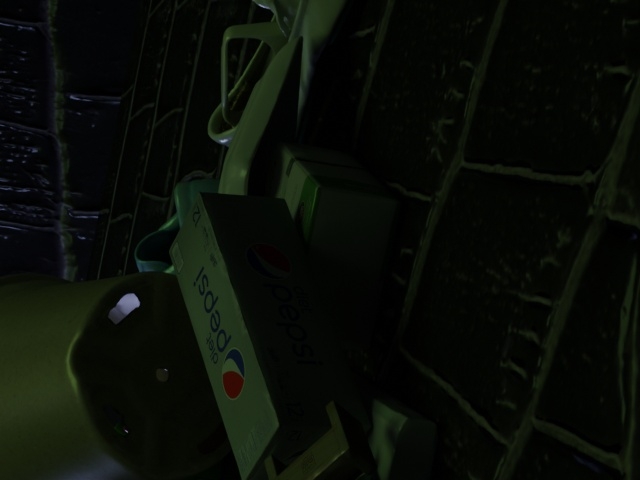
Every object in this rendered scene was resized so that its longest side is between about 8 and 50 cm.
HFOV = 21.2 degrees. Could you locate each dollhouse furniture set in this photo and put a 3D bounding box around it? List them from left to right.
[{"bbox_3d":[0.000,0.262,1.439,0.183,0.129,0.129,-43,27,12],"label":"dollhouse furniture set"}]

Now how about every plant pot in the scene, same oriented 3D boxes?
[{"bbox_3d":[-0.246,0.170,1.901,0.305,0.334,0.334,-21,58,52],"label":"plant pot"}]

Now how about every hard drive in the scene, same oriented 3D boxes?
[{"bbox_3d":[0.028,0.236,1.593,0.307,0.040,0.203,-160,81,-74],"label":"hard drive"}]

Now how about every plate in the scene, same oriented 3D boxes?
[{"bbox_3d":[-0.076,-0.054,1.942,0.277,0.045,0.278,-71,-9,-50],"label":"plate"}]

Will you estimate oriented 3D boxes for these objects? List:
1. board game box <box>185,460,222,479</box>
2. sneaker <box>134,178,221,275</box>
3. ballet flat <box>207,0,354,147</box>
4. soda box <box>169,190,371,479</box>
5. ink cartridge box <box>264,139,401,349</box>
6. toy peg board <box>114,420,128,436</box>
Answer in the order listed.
[{"bbox_3d":[-0.202,0.457,2.247,0.242,0.064,0.316,131,147,-62],"label":"board game box"},{"bbox_3d":[-0.187,0.044,2.317,0.135,0.150,0.366,-95,21,-48],"label":"sneaker"},{"bbox_3d":[-0.042,-0.254,2.027,0.139,0.139,0.400,-98,24,-50],"label":"ballet flat"},{"bbox_3d":[-0.052,0.087,1.590,0.091,0.098,0.286,-60,39,38],"label":"soda box"},{"bbox_3d":[0.000,0.000,1.756,0.219,0.092,0.160,-125,45,-71],"label":"ink cartridge box"},{"bbox_3d":[-0.192,0.212,2.208,0.161,0.079,0.160,-52,1,-32],"label":"toy peg board"}]
